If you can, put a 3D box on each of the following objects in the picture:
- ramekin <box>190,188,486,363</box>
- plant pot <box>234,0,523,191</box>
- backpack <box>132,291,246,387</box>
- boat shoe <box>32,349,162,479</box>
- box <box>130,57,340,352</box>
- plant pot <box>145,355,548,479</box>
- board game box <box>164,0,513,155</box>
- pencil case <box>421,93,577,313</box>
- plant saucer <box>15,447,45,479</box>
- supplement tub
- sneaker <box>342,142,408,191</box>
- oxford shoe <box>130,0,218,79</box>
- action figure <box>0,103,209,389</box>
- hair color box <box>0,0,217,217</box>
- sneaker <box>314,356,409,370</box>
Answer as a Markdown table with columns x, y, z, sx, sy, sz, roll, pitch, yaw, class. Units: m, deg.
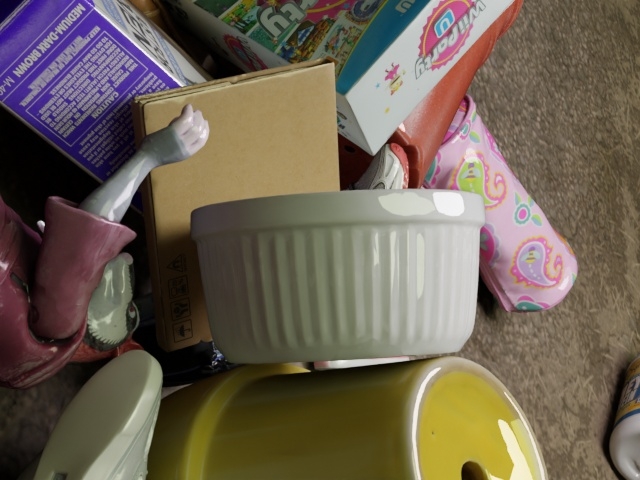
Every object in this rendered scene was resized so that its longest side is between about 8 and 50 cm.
| x | y | z | sx | sy | sz | roll | pitch | yaw | class |
| --- | --- | --- | --- | --- | --- | --- | --- | --- | --- |
| 0.014 | 0.028 | 0.938 | 0.207 | 0.207 | 0.109 | 1 | 84 | -54 | ramekin |
| 0.039 | -0.181 | 1.325 | 0.272 | 0.272 | 0.265 | 45 | 51 | -33 | plant pot |
| -0.103 | 0.076 | 1.128 | 0.114 | 0.105 | 0.084 | 0 | 76 | -57 | backpack |
| -0.145 | 0.163 | 0.881 | 0.063 | 0.066 | 0.184 | 46 | 54 | -42 | boat shoe |
| -0.057 | -0.027 | 1.029 | 0.164 | 0.021 | 0.201 | -16 | 116 | -28 | box |
| 0.021 | 0.194 | 0.952 | 0.254 | 0.239 | 0.254 | 28 | 50 | -41 | plant pot |
| 0.000 | -0.242 | 1.175 | 0.224 | 0.303 | 0.097 | -48 | 148 | -11 | board game box |
| 0.190 | -0.039 | 1.579 | 0.284 | 0.124 | 0.124 | 51 | 40 | -28 | pencil case |
| -0.117 | 0.325 | 0.988 | 0.400 | 0.100 | 0.400 | 29 | 50 | -41 | plant saucer |
| 0.480 | 0.232 | 1.832 | 0.144 | 0.144 | 0.200 | 55 | 38 | -23 | supplement tub |
| 0.000 | 0.000 | 1.217 | 0.092 | 0.225 | 0.088 | 36 | 19 | -9 | sneaker |
| -0.174 | -0.180 | 1.177 | 0.212 | 0.076 | 0.076 | 44 | 57 | -33 | oxford shoe |
| -0.240 | 0.004 | 0.848 | 0.370 | 0.248 | 0.276 | 43 | 45 | -32 | action figure |
| -0.144 | -0.107 | 1.081 | 0.339 | 0.110 | 0.185 | 43 | 8 | -38 | hair color box |
| 0.043 | 0.098 | 1.367 | 0.134 | 0.051 | 0.070 | 8 | 74 | -48 | sneaker |
